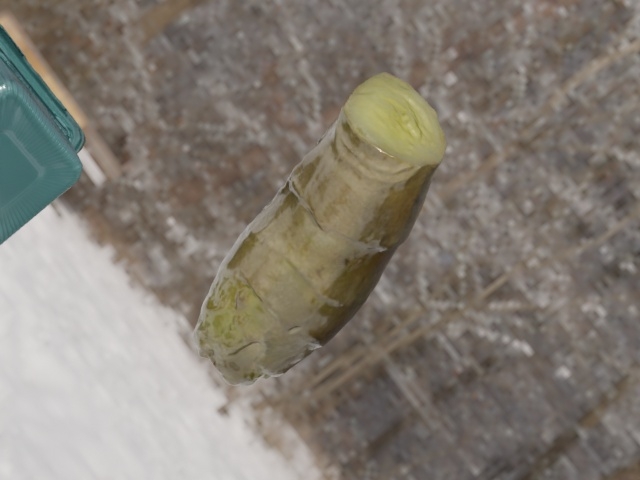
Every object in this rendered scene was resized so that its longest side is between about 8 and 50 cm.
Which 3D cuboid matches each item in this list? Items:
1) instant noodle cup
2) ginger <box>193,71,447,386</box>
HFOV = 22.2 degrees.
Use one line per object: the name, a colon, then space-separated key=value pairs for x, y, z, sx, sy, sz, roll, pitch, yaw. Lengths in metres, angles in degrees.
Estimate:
instant noodle cup: x=-0.273 y=-0.070 z=1.310 sx=0.070 sy=0.157 sz=0.179 roll=44 pitch=-8 yaw=38
ginger: x=0.000 y=0.000 z=1.232 sx=0.116 sy=0.263 sz=0.109 roll=20 pitch=30 yaw=-25
